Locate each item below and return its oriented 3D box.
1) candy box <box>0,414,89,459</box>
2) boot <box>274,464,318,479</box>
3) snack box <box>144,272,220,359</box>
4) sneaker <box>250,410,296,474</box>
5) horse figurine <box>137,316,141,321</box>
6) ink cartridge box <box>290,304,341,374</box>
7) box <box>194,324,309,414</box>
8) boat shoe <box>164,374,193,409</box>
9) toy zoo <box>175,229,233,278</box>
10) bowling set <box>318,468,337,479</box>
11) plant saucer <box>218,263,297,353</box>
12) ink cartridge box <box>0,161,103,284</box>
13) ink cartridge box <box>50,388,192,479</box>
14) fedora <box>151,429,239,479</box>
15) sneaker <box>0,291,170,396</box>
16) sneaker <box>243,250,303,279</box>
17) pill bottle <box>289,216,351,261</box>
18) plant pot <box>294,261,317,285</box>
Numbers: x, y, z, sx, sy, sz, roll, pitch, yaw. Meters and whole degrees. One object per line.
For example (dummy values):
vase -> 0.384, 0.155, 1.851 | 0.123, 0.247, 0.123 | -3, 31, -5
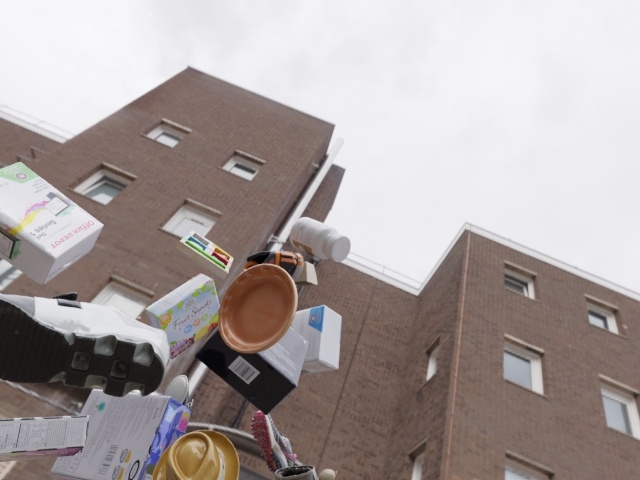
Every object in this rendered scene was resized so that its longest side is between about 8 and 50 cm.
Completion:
candy box -> -0.648, 0.434, 0.911 | 0.233, 0.071, 0.159 | 13, -36, -33
boot -> -0.056, 0.586, 0.873 | 0.190, 0.076, 0.208 | -26, -93, 21
snack box -> -0.409, 0.228, 1.285 | 0.070, 0.207, 0.174 | 18, -52, 31
sneaker -> -0.199, 0.843, 1.777 | 0.121, 0.112, 0.299 | -9, -75, 42
horse figurine -> -0.769, 0.393, 1.732 | 0.263, 0.066, 0.174 | -3, -74, 5
ink cartridge box -> -0.101, 0.525, 2.154 | 0.395, 0.285, 0.166 | -20, -42, 34
box -> -0.241, 0.413, 1.594 | 0.343, 0.312, 0.179 | 42, -74, -4
boat shoe -> -0.552, 0.655, 1.633 | 0.095, 0.254, 0.079 | -15, -45, 4
toy zoo -> -0.411, 0.041, 1.534 | 0.192, 0.293, 0.030 | 36, -86, -11
bowling set -> -0.107, 0.732, 1.191 | 0.200, 0.287, 0.154 | 0, -84, 58
plant saucer -> -0.133, 0.148, 0.915 | 0.200, 0.200, 0.037 | -5, -29, 27
ink cartridge box -> -0.762, -0.049, 1.103 | 0.278, 0.201, 0.117 | 40, -62, -10
ink cartridge box -> -0.597, 0.642, 1.336 | 0.396, 0.270, 0.151 | -4, -40, 21
fedora -> -0.262, 0.463, 0.864 | 0.194, 0.194, 0.079 | 9, -56, 17
sneaker -> -0.410, 0.152, 0.680 | 0.331, 0.146, 0.122 | 23, -81, -15
sneaker -> -0.208, 0.137, 1.538 | 0.180, 0.124, 0.321 | 14, -51, -26
pill bottle -> 0.000, 0.000, 1.602 | 0.229, 0.131, 0.131 | 23, -39, 43
plant pot -> -0.083, 0.154, 1.944 | 0.109, 0.096, 0.109 | -7, -18, 26
